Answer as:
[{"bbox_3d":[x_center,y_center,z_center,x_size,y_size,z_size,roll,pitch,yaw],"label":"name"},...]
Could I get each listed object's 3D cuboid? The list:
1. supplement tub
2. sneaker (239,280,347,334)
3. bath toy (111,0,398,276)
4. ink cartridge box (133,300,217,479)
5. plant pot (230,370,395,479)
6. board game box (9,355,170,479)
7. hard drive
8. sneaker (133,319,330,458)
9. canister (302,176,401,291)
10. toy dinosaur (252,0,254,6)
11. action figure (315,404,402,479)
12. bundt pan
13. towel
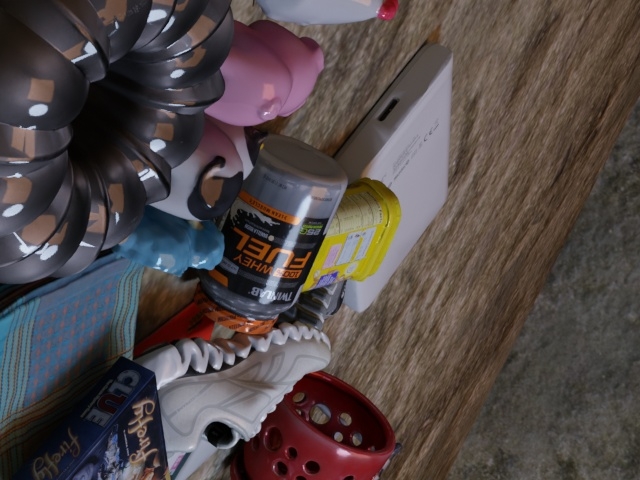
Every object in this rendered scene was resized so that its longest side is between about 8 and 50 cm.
[{"bbox_3d":[-0.057,-0.006,1.460,0.117,0.117,0.190,-22,138,-62],"label":"supplement tub"},{"bbox_3d":[-0.022,0.098,1.768,0.229,0.086,0.132,-55,164,-16],"label":"sneaker"},{"bbox_3d":[-0.056,-0.124,1.188,0.348,0.129,0.151,-55,-152,29],"label":"bath toy"},{"bbox_3d":[-0.184,0.203,1.546,0.275,0.060,0.239,-39,154,-46],"label":"ink cartridge box"},{"bbox_3d":[-0.020,0.292,1.922,0.174,0.191,0.191,-57,164,21],"label":"plant pot"},{"bbox_3d":[-0.208,0.248,1.331,0.165,0.042,0.243,-50,153,-36],"label":"board game box"},{"bbox_3d":[0.096,-0.074,1.864,0.233,0.047,0.353,-52,160,-21],"label":"hard drive"},{"bbox_3d":[-0.089,0.158,1.504,0.110,0.118,0.292,-28,167,38],"label":"sneaker"},{"bbox_3d":[0.000,0.000,1.625,0.170,0.073,0.126,-14,138,-43],"label":"canister"},{"bbox_3d":[-0.075,-0.243,1.204,0.082,0.047,0.090,-41,123,-23],"label":"toy dinosaur"},{"bbox_3d":[-0.025,0.417,2.123,0.330,0.178,0.341,-65,164,-13],"label":"action figure"},{"bbox_3d":[-0.174,-0.109,0.987,0.331,0.124,0.331,-50,159,-28],"label":"bundt pan"},{"bbox_3d":[-0.253,0.185,1.269,0.271,0.040,0.370,-35,140,-53],"label":"towel"}]
